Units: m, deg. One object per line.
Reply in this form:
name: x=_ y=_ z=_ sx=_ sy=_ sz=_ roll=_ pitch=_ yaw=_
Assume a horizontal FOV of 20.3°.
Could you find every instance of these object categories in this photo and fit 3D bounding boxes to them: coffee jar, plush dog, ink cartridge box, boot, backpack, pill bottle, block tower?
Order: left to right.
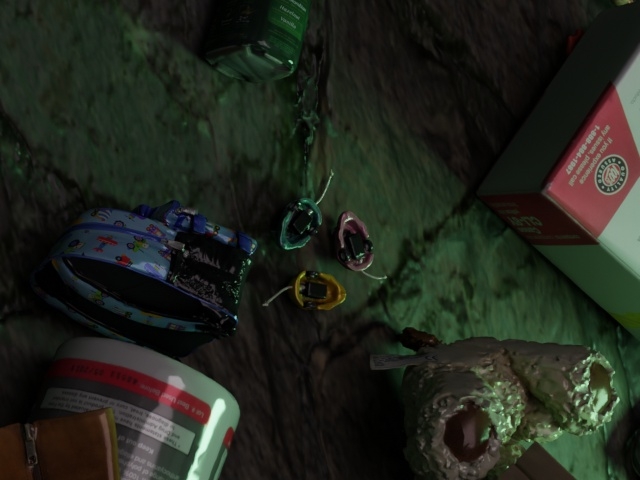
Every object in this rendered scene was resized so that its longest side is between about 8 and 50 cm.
boot: x=-0.259 y=0.287 z=1.384 sx=0.264 sy=0.096 sz=0.280 roll=-16 pitch=82 yaw=-1
pill bottle: x=-0.201 y=0.258 z=1.536 sx=0.176 sy=0.176 sz=0.318 roll=32 pitch=66 yaw=-29
backpack: x=-0.166 y=0.028 z=1.612 sx=0.173 sy=0.158 sz=0.116 roll=24 pitch=62 yaw=-19
coffee jar: x=-0.048 y=-0.252 z=1.760 sx=0.079 sy=0.096 sz=0.184 roll=26 pitch=70 yaw=-34
plush dog: x=0.152 y=0.218 z=1.820 sx=0.262 sy=0.211 sz=0.225 roll=-16 pitch=113 yaw=-40
block tower: x=0.252 y=0.304 z=1.805 sx=0.091 sy=0.097 sz=0.335 roll=-45 pitch=150 yaw=-2
ink cartridge box: x=0.409 y=-0.040 z=1.976 sx=0.385 sy=0.160 sz=0.279 roll=41 pitch=73 yaw=-17

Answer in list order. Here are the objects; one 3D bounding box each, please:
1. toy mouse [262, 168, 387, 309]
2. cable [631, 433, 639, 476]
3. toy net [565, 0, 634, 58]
toy mouse: x=0.000 y=0.000 z=1.804 sx=0.161 sy=0.031 sz=0.143 roll=5 pitch=82 yaw=-36
cable: x=0.423 y=0.196 z=2.093 sx=0.140 sy=0.072 sz=0.287 roll=17 pitch=61 yaw=-16
toy net: x=0.330 y=-0.254 z=2.073 sx=0.122 sy=0.045 sz=0.232 roll=6 pitch=78 yaw=-22
